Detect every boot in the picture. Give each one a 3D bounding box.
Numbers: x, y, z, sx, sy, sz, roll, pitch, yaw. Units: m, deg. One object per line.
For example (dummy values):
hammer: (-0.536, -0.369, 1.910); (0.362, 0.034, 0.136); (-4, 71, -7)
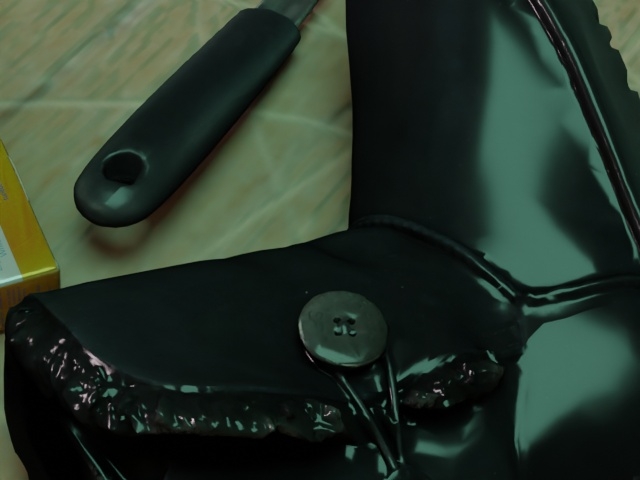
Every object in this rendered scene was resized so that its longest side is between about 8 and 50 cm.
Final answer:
boot: (0.000, 0.000, 0.527); (0.207, 0.094, 0.246); (-13, 61, -22)

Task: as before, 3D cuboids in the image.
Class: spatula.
spatula: (-0.006, -0.101, 0.649); (0.084, 0.030, 0.296); (23, 52, 14)

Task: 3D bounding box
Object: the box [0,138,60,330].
box: (-0.160, 0.005, 0.547); (0.136, 0.028, 0.081); (-17, 56, -17)
